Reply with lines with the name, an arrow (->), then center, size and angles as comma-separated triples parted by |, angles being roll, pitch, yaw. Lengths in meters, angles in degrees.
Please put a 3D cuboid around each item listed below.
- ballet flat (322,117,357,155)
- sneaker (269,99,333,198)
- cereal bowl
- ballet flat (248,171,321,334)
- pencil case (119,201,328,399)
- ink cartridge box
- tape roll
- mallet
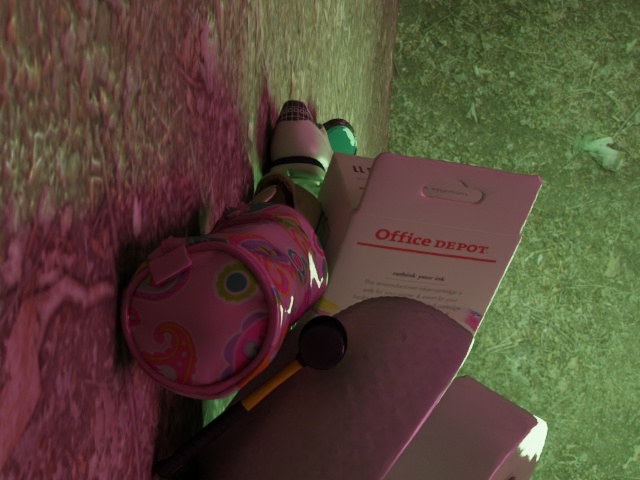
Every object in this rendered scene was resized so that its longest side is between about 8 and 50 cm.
ballet flat -> 0.021, -0.132, 1.743 | 0.203, 0.074, 0.074 | 71, 23, -57
sneaker -> -0.012, -0.094, 1.427 | 0.235, 0.090, 0.095 | 68, 18, -77
cereal bowl -> -0.012, 0.181, 1.077 | 0.339, 0.141, 0.339 | -52, 173, -8
ballet flat -> -0.056, 0.012, 1.200 | 0.248, 0.086, 0.086 | -79, 170, -53
pencil case -> -0.068, 0.036, 0.930 | 0.284, 0.124, 0.124 | -48, 141, -79
ink cartridge box -> 0.088, 0.027, 1.335 | 0.119, 0.207, 0.353 | -105, -151, -51
tape roll -> 0.123, 0.287, 1.224 | 0.286, 0.100, 0.286 | -47, 156, -29
mallet -> -0.055, 0.127, 0.921 | 0.039, 0.189, 0.062 | 51, -3, -1
